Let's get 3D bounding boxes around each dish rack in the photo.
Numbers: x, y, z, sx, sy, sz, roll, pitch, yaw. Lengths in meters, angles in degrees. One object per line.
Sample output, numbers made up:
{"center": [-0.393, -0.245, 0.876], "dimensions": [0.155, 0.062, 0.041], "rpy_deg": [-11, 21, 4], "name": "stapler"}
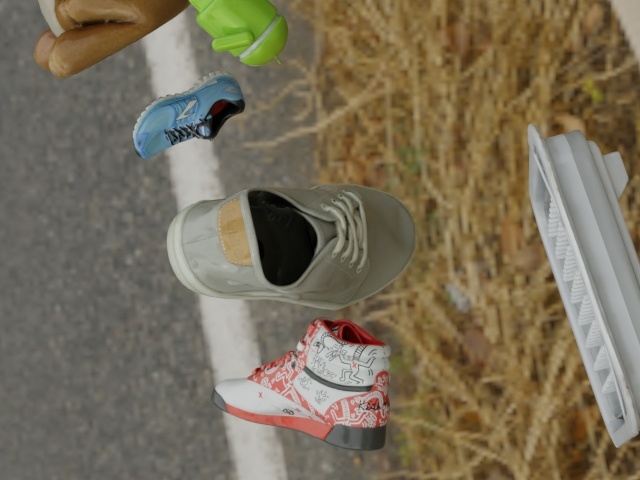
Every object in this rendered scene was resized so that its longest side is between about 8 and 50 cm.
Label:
{"center": [0.269, 0.044, 1.408], "dimensions": [0.333, 0.072, 0.285], "rpy_deg": [59, -167, -77], "name": "dish rack"}

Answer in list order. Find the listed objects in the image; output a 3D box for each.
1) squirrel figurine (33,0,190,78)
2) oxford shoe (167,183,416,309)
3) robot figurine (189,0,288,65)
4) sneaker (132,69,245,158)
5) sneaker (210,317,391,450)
{"center": [-0.273, -0.438, 1.828], "dimensions": [0.370, 0.397, 0.281], "rpy_deg": [61, 179, -14], "name": "squirrel figurine"}
{"center": [0.000, 0.000, 1.915], "dimensions": [0.130, 0.449, 0.169], "rpy_deg": [-19, 79, 37], "name": "oxford shoe"}
{"center": [-0.081, -0.227, 1.547], "dimensions": [0.067, 0.115, 0.101], "rpy_deg": [-42, 17, 22], "name": "robot figurine"}
{"center": [-0.168, -0.155, 1.933], "dimensions": [0.073, 0.162, 0.063], "rpy_deg": [53, 175, 38], "name": "sneaker"}
{"center": [-0.021, 0.161, 1.857], "dimensions": [0.270, 0.090, 0.145], "rpy_deg": [10, 95, 42], "name": "sneaker"}
